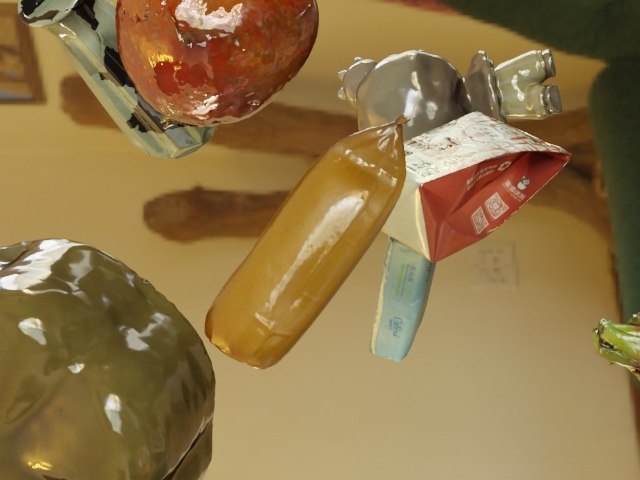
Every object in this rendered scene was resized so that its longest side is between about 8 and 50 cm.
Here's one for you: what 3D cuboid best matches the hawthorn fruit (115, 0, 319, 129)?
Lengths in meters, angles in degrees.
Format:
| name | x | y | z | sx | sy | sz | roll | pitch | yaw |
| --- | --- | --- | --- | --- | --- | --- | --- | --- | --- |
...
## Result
| name | x | y | z | sx | sy | sz | roll | pitch | yaw |
| --- | --- | --- | --- | --- | --- | --- | --- | --- | --- |
| hawthorn fruit | -0.156 | -0.263 | 1.605 | 0.307 | 0.276 | 0.276 | 117 | 157 | -46 |

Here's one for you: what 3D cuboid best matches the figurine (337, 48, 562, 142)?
| name | x | y | z | sx | sy | sz | roll | pitch | yaw |
| --- | --- | --- | --- | --- | --- | --- | --- | --- | --- |
| figurine | 0.224 | -0.233 | 2.076 | 0.203 | 0.381 | 0.248 | -18 | -84 | -77 |

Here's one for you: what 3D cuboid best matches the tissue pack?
| name | x | y | z | sx | sy | sz | roll | pitch | yaw |
| --- | --- | --- | --- | --- | --- | --- | --- | --- | --- |
| tissue pack | 0.159 | 0.067 | 2.160 | 0.177 | 0.089 | 0.263 | -59 | -20 | -53 |

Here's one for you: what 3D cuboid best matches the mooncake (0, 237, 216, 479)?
| name | x | y | z | sx | sy | sz | roll | pitch | yaw |
| --- | --- | --- | --- | --- | --- | --- | --- | --- | --- |
| mooncake | -0.370 | 0.239 | 1.556 | 0.262 | 0.467 | 0.467 | -48 | -36 | -62 |

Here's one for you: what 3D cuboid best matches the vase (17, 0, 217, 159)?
| name | x | y | z | sx | sy | sz | roll | pitch | yaw |
| --- | --- | --- | --- | --- | --- | --- | --- | --- | --- |
| vase | -0.287 | -0.261 | 1.759 | 0.360 | 0.165 | 0.165 | 46 | -146 | -52 |

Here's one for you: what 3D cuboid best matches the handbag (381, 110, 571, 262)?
| name | x | y | z | sx | sy | sz | roll | pitch | yaw |
| --- | --- | --- | --- | --- | --- | --- | --- | --- | --- |
| handbag | 0.242 | -0.097 | 1.900 | 0.171 | 0.298 | 0.151 | 34 | 141 | 54 |

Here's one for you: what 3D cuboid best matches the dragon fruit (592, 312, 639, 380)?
| name | x | y | z | sx | sy | sz | roll | pitch | yaw |
| --- | --- | --- | --- | --- | --- | --- | --- | --- | --- |
| dragon fruit | 0.507 | 0.142 | 1.627 | 0.200 | 0.269 | 0.198 | -20 | -59 | -75 |

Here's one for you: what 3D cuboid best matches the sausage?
| name | x | y | z | sx | sy | sz | roll | pitch | yaw |
| --- | --- | --- | --- | --- | --- | --- | --- | --- | --- |
| sausage | -0.004 | -0.004 | 1.306 | 0.328 | 0.112 | 0.112 | -53 | 12 | 7 |
